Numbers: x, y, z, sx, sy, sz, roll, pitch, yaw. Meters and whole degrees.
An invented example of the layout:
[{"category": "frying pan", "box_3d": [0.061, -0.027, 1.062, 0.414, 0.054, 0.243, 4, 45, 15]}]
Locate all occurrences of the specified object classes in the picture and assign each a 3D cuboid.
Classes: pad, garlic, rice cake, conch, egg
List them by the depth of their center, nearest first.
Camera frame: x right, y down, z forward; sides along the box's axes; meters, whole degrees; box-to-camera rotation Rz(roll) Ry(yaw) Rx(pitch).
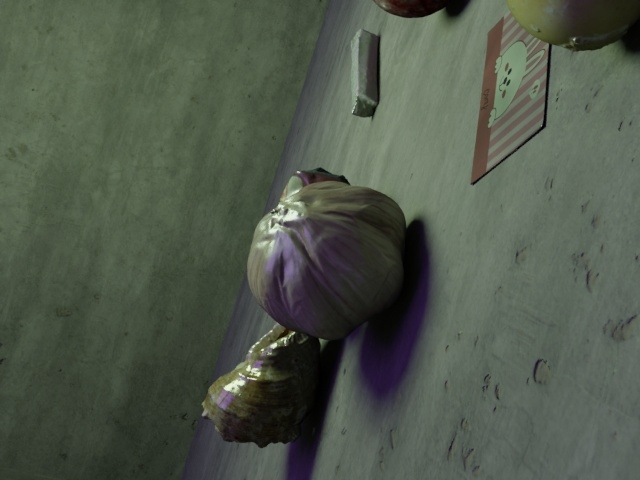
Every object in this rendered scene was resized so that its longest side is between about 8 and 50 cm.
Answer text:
[{"category": "egg", "box_3d": [0.286, -0.296, 0.828, 0.201, 0.164, 0.164, -110, 38, -63]}, {"category": "pad", "box_3d": [0.289, -0.251, 1.118, 0.202, 0.005, 0.299, 133, 151, -64]}, {"category": "garlic", "box_3d": [0.000, 0.033, 1.340, 0.318, 0.259, 0.317, -20, 37, 16]}, {"category": "conch", "box_3d": [-0.093, 0.309, 1.640, 0.352, 0.210, 0.297, -37, 17, 7]}, {"category": "rice cake", "box_3d": [0.118, -0.458, 1.993, 0.364, 0.073, 0.056, -85, 20, -44]}]

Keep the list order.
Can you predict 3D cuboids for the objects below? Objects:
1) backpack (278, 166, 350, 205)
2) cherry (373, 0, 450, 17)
[{"category": "backpack", "box_3d": [0.000, 0.000, 1.639, 0.317, 0.197, 0.283, 37, -108, -82]}, {"category": "cherry", "box_3d": [0.195, -0.571, 1.496, 0.300, 0.203, 0.230, -93, 19, -59]}]
